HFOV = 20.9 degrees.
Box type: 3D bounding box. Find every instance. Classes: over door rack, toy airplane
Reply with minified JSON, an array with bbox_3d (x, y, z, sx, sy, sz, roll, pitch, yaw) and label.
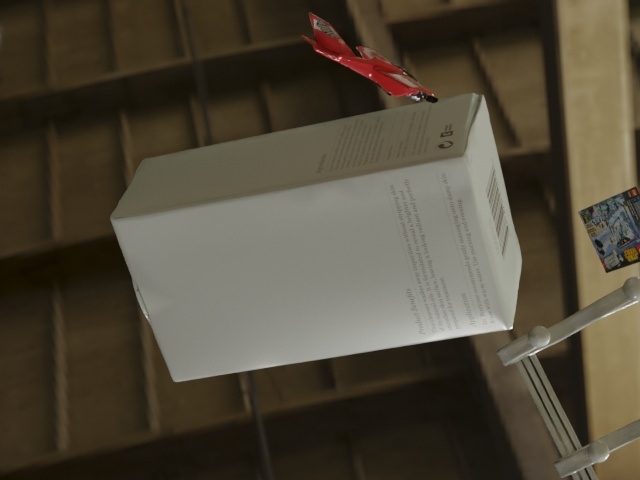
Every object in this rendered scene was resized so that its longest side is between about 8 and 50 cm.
[{"bbox_3d":[0.325,0.146,1.554,0.324,0.239,0.108,-17,169,-45],"label":"over door rack"},{"bbox_3d":[0.044,-0.158,1.573,0.028,0.151,0.151,-58,-141,8],"label":"toy airplane"}]

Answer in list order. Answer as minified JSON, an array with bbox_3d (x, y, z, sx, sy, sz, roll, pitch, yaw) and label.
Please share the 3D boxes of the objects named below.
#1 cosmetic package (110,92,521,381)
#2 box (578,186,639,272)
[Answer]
[{"bbox_3d":[0.000,0.000,1.822,0.385,0.217,0.156,-8,-153,17],"label":"cosmetic package"},{"bbox_3d":[0.398,-0.013,2.303,0.027,0.094,0.137,-23,178,-19],"label":"box"}]
